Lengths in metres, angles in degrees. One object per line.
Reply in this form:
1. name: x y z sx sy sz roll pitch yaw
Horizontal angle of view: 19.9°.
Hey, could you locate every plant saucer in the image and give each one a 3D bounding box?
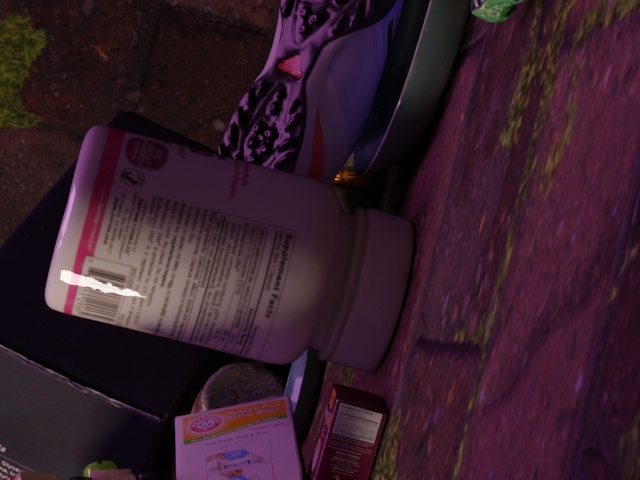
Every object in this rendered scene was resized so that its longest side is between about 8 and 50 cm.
1. plant saucer: 0.093 -0.206 1.639 0.317 0.044 0.317 -166 90 -83
2. plant saucer: -0.019 0.155 1.871 0.119 0.021 0.119 -166 90 -83

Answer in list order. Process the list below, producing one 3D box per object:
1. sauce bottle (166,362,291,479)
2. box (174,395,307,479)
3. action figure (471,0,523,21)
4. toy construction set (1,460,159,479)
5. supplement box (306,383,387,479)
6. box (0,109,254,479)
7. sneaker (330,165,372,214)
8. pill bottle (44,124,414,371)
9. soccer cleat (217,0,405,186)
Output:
1. sauce bottle: -0.114 0.259 2.060 0.344 0.111 0.111 113 169 -57
2. box: -0.058 0.228 1.490 0.203 0.103 0.114 -102 1 -66
3. action figure: 0.147 -0.248 1.235 0.137 0.063 0.232 -91 13 -55
4. toy construction set: -0.181 0.308 1.473 0.327 0.151 0.215 62 153 30
5. supplement box: 0.020 0.163 1.444 0.055 0.043 0.083 -107 32 -81
6. box: -0.274 0.179 2.297 0.480 0.297 0.471 -58 -10 -50
7. sneaker: 0.000 0.000 1.816 0.215 0.084 0.083 112 158 -66
8. pill bottle: -0.075 0.013 1.524 0.160 0.283 0.160 -165 90 -83
9. soccer cleat: 0.015 -0.166 1.630 0.116 0.109 0.318 11 -74 -59
